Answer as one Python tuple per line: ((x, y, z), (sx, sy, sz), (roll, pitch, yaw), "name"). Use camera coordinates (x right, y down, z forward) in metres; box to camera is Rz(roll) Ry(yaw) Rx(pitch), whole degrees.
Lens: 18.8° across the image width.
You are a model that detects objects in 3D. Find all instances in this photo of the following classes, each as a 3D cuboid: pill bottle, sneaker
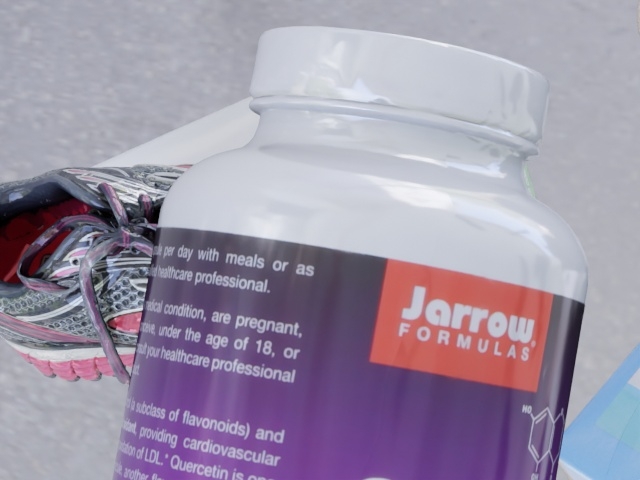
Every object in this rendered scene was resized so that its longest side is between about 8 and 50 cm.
((0.008, 0.083, 0.797), (0.181, 0.181, 0.323), (12, 87, -39), "pill bottle")
((-0.071, 0.012, 0.993), (0.112, 0.299, 0.121), (42, 47, -49), "sneaker")

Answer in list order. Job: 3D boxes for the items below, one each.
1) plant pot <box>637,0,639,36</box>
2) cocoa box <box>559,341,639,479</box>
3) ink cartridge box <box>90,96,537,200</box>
((0.405, -0.202, 1.452), (0.191, 0.284, 0.284), (34, 77, -19), "plant pot")
((0.378, 0.189, 1.317), (0.231, 0.347, 0.228), (-49, 137, -10), "cocoa box")
((0.000, 0.000, 1.276), (0.278, 0.201, 0.117), (15, 58, -56), "ink cartridge box")
